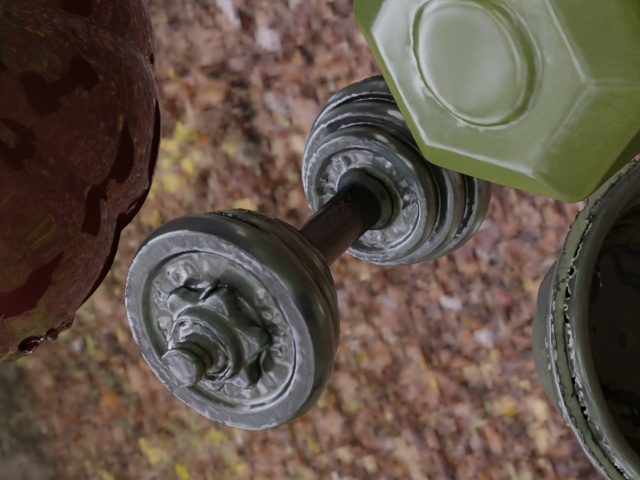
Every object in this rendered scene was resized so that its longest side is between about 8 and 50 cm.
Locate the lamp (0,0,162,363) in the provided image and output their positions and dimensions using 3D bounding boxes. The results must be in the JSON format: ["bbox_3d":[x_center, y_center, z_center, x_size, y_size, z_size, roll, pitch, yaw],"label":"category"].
[{"bbox_3d":[-0.228,-0.069,0.695,0.257,0.303,0.303,87,161,-71],"label":"lamp"}]

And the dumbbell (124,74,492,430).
[{"bbox_3d":[0.000,0.000,1.140,0.179,0.406,0.179,16,124,24],"label":"dumbbell"}]

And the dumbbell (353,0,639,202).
[{"bbox_3d":[0.140,-0.123,0.534,0.108,0.302,0.121,-17,105,49],"label":"dumbbell"}]

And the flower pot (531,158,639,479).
[{"bbox_3d":[0.216,0.056,0.848,0.140,0.235,0.235,168,87,-71],"label":"flower pot"}]
